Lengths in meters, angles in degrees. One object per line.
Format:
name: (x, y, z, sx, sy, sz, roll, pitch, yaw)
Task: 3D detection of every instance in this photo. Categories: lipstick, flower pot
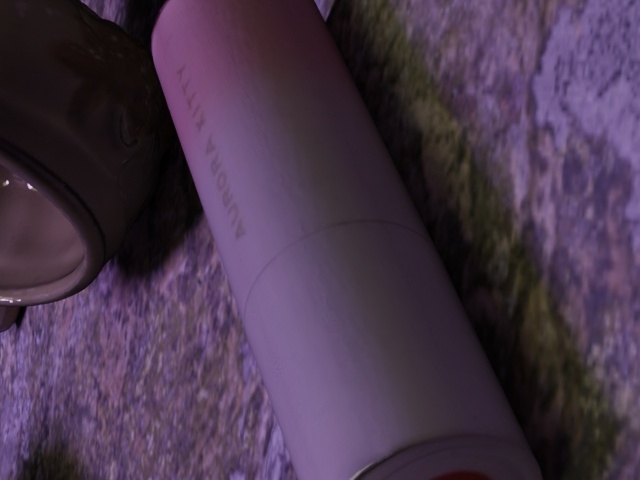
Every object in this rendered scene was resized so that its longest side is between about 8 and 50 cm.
lipstick: (0.000, 0.000, 0.814, 0.327, 0.087, 0.087, -112, 36, -48)
flower pot: (-0.225, -0.126, 1.136, 0.307, 0.307, 0.244, -35, 36, 60)

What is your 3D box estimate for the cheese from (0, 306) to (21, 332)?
cheese: (-0.232, -0.028, 1.416, 0.097, 0.037, 0.192, -119, 40, -51)
